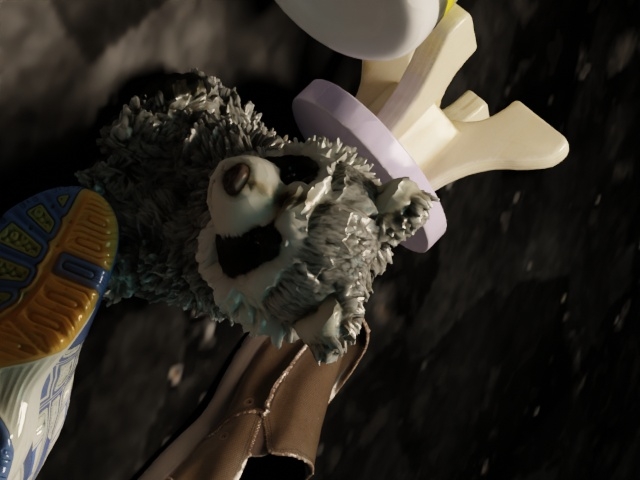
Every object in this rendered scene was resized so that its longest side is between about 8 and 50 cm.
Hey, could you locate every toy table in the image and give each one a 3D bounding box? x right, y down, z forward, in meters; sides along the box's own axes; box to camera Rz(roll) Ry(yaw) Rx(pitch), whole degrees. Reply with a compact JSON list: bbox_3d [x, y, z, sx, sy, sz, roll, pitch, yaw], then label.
[{"bbox_3d":[0.094,-0.112,1.757,0.161,0.252,0.274,-46,170,-9],"label":"toy table"}]

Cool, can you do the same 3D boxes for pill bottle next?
[{"bbox_3d":[0.100,-0.333,1.651,0.334,0.188,0.188,-51,146,-28],"label":"pill bottle"}]

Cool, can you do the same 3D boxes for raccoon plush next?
[{"bbox_3d":[0.000,0.000,1.594,0.446,0.299,0.216,11,100,-61],"label":"raccoon plush"}]

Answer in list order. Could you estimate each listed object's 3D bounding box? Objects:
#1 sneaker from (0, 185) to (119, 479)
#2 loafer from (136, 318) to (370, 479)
[{"bbox_3d":[-0.246,0.096,1.479,0.296,0.112,0.131,-64,168,-4],"label":"sneaker"},{"bbox_3d":[-0.049,0.204,1.820,0.366,0.130,0.134,-52,147,-26],"label":"loafer"}]
